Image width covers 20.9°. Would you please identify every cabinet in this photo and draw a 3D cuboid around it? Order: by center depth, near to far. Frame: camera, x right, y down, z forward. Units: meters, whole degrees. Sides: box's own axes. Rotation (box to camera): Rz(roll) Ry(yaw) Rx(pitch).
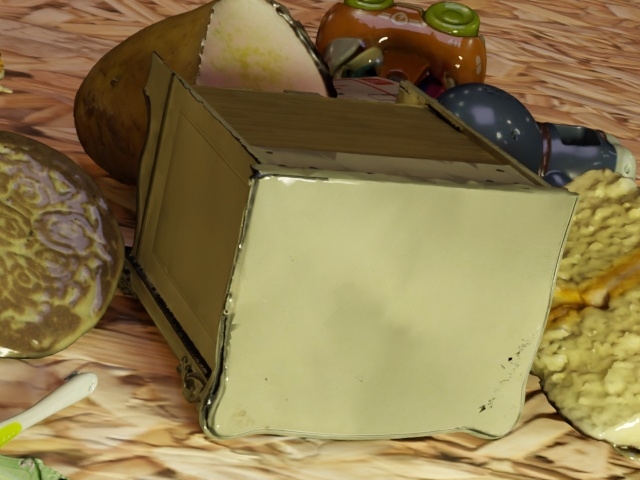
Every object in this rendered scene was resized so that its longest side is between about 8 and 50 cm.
[{"bbox_3d":[0.000,0.000,1.495,0.290,0.227,0.318,2,22,-25],"label":"cabinet"}]

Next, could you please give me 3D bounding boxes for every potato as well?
[{"bbox_3d":[-0.136,-0.124,1.766,0.229,0.229,0.266,-8,-3,-43],"label":"potato"}]

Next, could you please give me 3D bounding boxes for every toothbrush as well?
[{"bbox_3d":[-0.245,0.142,1.266,0.026,0.022,0.263,19,24,23],"label":"toothbrush"}]

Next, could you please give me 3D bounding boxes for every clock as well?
[{"bbox_3d":[0.219,-0.090,1.959,0.243,0.146,0.199,15,25,-16],"label":"clock"}]

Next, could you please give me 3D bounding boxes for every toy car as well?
[{"bbox_3d":[0.089,-0.206,2.202,0.235,0.145,0.235,5,38,-4],"label":"toy car"}]

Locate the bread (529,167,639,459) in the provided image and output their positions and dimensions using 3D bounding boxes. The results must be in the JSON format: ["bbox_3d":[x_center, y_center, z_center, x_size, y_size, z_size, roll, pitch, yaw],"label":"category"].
[{"bbox_3d":[0.353,0.146,1.554,0.405,0.242,0.346,48,0,-23],"label":"bread"}]

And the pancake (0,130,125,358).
[{"bbox_3d":[-0.276,-0.009,1.465,0.250,0.031,0.250,21,42,-20],"label":"pancake"}]

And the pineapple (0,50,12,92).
[{"bbox_3d":[-0.428,-0.172,1.515,0.286,0.209,0.344,-22,-16,-6],"label":"pineapple"}]

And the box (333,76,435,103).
[{"bbox_3d":[0.038,-0.132,2.006,0.182,0.099,0.133,-7,27,-42],"label":"box"}]

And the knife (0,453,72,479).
[{"bbox_3d":[-0.204,0.158,1.171,0.293,0.020,0.043,27,23,-2],"label":"knife"}]
